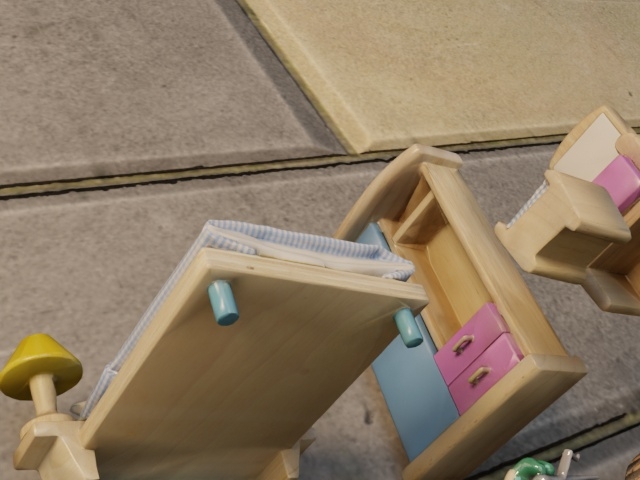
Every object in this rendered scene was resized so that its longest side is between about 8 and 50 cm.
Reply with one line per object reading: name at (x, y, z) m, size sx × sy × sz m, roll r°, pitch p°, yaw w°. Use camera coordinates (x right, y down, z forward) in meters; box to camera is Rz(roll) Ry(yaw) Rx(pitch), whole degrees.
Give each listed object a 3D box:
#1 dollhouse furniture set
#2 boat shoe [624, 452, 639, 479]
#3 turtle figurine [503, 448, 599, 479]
dollhouse furniture set at (0.000, 0.000, 0.462) m, size 0.303 × 0.286 × 0.198 m, roll 9°, pitch 42°, yaw -34°
boat shoe at (0.307, 0.160, 0.533) m, size 0.324 × 0.123 × 0.116 m, roll 1°, pitch 55°, yaw -51°
turtle figurine at (0.123, 0.223, 0.419) m, size 0.234 × 0.118 × 0.175 m, roll -10°, pitch 53°, yaw -51°
